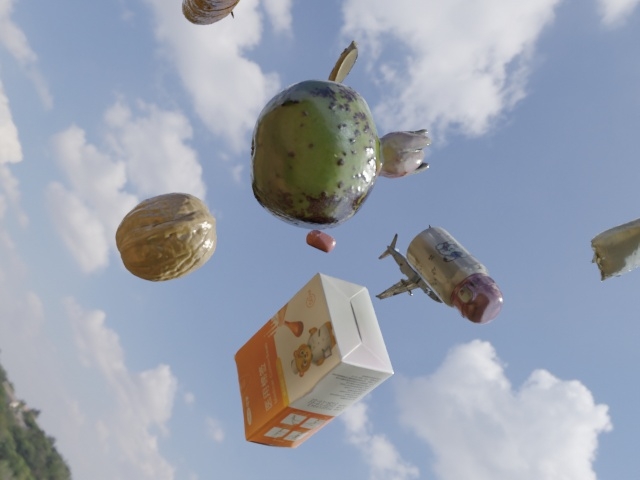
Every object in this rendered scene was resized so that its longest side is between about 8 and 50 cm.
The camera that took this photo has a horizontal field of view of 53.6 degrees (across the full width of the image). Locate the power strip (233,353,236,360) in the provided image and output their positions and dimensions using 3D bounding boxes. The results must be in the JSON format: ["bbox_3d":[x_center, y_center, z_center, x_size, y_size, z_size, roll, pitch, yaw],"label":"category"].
[{"bbox_3d":[-0.235,0.370,1.916,0.083,0.055,0.035,31,-74,54],"label":"power strip"}]

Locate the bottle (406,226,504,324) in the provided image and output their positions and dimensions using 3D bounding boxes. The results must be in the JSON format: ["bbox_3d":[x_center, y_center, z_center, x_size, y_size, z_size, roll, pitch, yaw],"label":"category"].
[{"bbox_3d":[0.273,0.074,1.271,0.233,0.110,0.109,-126,-159,-49],"label":"bottle"}]

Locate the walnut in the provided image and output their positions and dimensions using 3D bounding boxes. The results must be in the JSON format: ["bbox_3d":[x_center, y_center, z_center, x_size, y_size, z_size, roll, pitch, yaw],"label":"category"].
[{"bbox_3d":[-0.390,-0.009,1.622,0.225,0.261,0.224,-19,90,-89],"label":"walnut"}]

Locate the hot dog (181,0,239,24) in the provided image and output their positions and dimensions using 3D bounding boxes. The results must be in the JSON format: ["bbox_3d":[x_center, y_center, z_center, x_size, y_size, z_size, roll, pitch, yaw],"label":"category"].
[{"bbox_3d":[-0.172,-0.385,0.999,0.286,0.088,0.061,-146,-129,-74],"label":"hot dog"}]

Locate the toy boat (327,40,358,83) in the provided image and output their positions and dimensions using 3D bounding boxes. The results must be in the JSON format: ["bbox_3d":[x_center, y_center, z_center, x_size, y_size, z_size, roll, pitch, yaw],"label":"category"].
[{"bbox_3d":[0.069,-0.532,1.901,0.047,0.149,0.049,29,4,-36],"label":"toy boat"}]

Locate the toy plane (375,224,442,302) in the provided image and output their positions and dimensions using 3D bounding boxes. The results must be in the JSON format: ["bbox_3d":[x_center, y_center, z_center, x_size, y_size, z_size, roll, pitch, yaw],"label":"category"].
[{"bbox_3d":[0.219,0.074,1.509,0.226,0.058,0.226,-55,-141,17],"label":"toy plane"}]

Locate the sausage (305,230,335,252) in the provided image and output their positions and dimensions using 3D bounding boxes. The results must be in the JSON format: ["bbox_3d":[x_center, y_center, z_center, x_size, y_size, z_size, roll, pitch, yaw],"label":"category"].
[{"bbox_3d":[0.000,0.000,1.945,0.094,0.054,0.059,25,6,-14],"label":"sausage"}]

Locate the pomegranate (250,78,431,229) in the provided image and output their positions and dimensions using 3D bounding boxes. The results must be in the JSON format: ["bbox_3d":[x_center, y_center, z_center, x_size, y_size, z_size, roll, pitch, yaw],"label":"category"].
[{"bbox_3d":[0.040,-0.155,1.180,0.285,0.341,0.284,-179,-90,-80],"label":"pomegranate"}]

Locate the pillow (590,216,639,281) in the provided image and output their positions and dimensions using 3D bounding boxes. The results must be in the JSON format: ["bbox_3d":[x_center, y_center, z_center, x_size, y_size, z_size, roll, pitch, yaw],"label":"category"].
[{"bbox_3d":[0.721,0.009,1.468,0.134,0.182,0.077,56,15,-42],"label":"pillow"}]

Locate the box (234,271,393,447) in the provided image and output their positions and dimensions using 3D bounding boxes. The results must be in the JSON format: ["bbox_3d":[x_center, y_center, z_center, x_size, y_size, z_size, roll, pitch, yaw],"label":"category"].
[{"bbox_3d":[-0.031,0.262,1.340,0.341,0.144,0.224,-46,-139,32],"label":"box"}]
